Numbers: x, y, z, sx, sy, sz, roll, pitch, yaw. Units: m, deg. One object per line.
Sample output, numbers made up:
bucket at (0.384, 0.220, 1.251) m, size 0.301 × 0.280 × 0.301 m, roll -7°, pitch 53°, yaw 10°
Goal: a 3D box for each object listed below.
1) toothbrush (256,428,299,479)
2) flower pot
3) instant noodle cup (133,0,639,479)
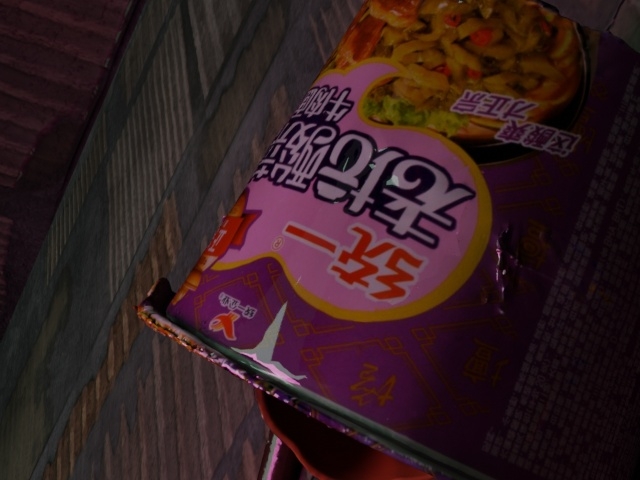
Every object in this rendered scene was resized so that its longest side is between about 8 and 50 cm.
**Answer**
toothbrush at (-0.053, 0.272, 1.410) m, size 0.041 × 0.040 × 0.364 m, roll -1°, pitch 74°, yaw 68°
flower pot at (0.042, 0.083, 1.153) m, size 0.173 × 0.190 × 0.191 m, roll -102°, pitch 32°, yaw -76°
instant noodle cup at (0.087, 0.001, 0.900) m, size 0.266 × 0.339 × 0.340 m, roll -65°, pitch 20°, yaw -2°
